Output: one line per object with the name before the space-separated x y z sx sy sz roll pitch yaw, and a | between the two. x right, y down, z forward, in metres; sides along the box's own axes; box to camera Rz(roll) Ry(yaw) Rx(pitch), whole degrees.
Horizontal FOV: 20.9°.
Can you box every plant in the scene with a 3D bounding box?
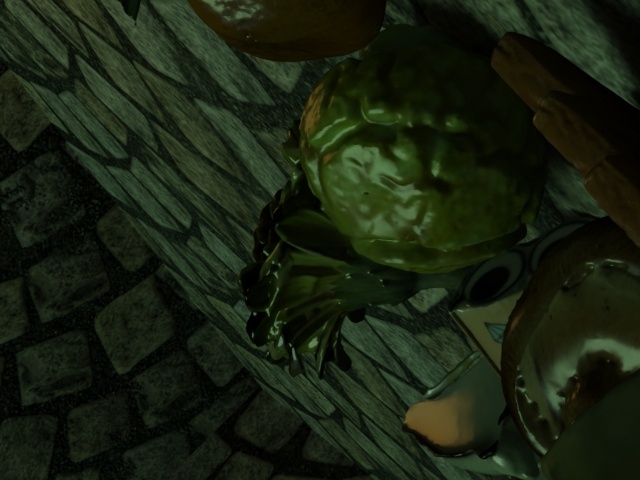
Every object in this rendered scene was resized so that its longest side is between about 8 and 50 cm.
plant | 0.039 0.037 1.794 0.297 0.261 0.306 43 180 10

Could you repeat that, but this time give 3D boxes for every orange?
orange | -0.028 -0.238 1.270 0.249 0.183 0.249 53 -174 -8

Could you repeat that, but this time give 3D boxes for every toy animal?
toy animal | 0.250 0.221 1.865 0.289 0.249 0.174 13 -144 -16

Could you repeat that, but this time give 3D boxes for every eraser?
eraser | 0.267 0.120 1.591 0.171 0.087 0.290 -23 120 29

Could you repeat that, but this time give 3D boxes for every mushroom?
mushroom | 0.258 0.097 1.346 0.253 0.253 0.153 39 -151 31

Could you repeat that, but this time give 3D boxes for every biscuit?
biscuit | 0.236 -0.025 1.134 0.284 0.043 0.306 37 -163 -14

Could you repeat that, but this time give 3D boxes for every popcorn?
popcorn | 0.090 -0.070 1.449 0.204 0.183 0.221 3 143 27

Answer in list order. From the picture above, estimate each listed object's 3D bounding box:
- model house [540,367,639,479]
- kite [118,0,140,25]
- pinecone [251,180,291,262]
model house | 0.341 0.127 0.854 0.334 0.343 0.382 49 -178 13
kite | -0.227 -0.356 1.660 0.335 0.011 0.314 68 -161 7
pinecone | 0.006 -0.005 2.029 0.163 0.163 0.165 45 160 3
